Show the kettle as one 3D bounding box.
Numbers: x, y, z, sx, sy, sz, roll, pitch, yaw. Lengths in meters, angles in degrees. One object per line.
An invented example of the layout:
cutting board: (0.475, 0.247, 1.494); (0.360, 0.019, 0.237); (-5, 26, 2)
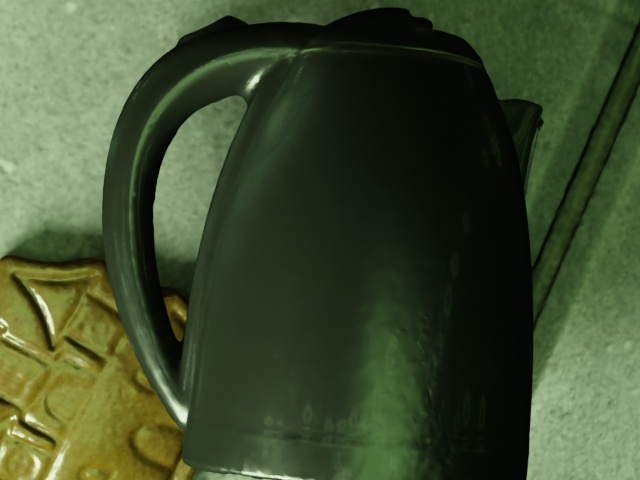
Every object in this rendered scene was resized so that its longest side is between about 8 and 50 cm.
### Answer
kettle: (0.000, 0.000, 1.046); (0.268, 0.207, 0.290); (4, 88, -2)

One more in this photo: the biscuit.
biscuit: (-0.168, 0.096, 1.099); (0.215, 0.034, 0.182); (27, 93, -18)
